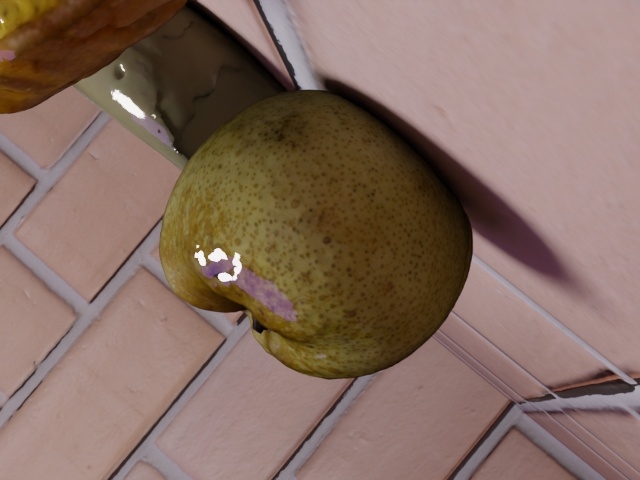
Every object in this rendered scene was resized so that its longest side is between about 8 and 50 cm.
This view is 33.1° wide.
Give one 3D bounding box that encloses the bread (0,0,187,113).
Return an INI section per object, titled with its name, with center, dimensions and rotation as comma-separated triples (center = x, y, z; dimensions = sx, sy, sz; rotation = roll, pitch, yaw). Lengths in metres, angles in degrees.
[bread]
center = -0.149, -0.139, 0.496
dimensions = 0.143, 0.139, 0.229
rotation = 49, 173, -21

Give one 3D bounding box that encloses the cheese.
[cheese]
center = -0.105, -0.110, 0.756
dimensions = 0.175, 0.091, 0.202
rotation = 41, 179, -40

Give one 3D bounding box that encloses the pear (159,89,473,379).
[pear]
center = 0.000, 0.000, 0.595
dimensions = 0.167, 0.136, 0.167
rotation = 31, 160, 13
